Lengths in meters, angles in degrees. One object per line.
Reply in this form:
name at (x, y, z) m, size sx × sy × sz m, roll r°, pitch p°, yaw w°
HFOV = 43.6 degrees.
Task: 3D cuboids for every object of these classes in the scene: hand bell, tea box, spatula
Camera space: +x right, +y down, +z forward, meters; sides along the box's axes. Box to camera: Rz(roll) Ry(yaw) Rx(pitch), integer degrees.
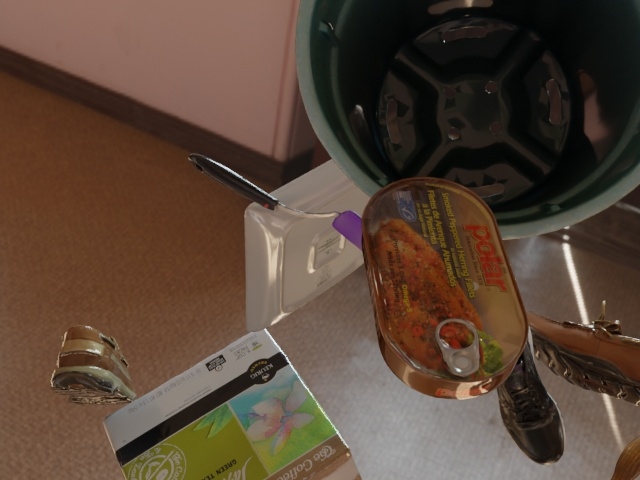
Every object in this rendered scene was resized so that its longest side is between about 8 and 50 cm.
hand bell at (0.439, 0.388, 1.219) m, size 0.126 × 0.126 × 0.242 m, roll 33°, pitch 67°, yaw 24°
tea box at (-0.140, 0.382, 1.363) m, size 0.329 × 0.220 × 0.323 m, roll -31°, pitch 46°, yaw -12°
spatula at (-0.033, -0.043, 1.023) m, size 0.296 × 0.084 × 0.030 m, roll 23°, pitch 71°, yaw -10°

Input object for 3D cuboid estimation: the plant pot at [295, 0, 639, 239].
plant pot at (0.167, -0.164, 0.832) m, size 0.341 × 0.341 × 0.334 m, roll 17°, pitch 0°, yaw 8°

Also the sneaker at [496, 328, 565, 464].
sneaker at (0.349, 0.263, 1.423) m, size 0.107 × 0.124 × 0.283 m, roll -22°, pitch 75°, yaw 17°

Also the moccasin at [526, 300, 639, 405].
moccasin at (0.556, 0.212, 1.554) m, size 0.147 × 0.139 × 0.380 m, roll -49°, pitch 35°, yaw -21°

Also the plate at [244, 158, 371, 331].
plate at (0.000, 0.000, 1.249) m, size 0.277 × 0.278 × 0.045 m, roll -33°, pitch 56°, yaw -32°

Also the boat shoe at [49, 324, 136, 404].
boat shoe at (-0.390, 0.223, 1.411) m, size 0.122 × 0.324 × 0.120 m, roll 1°, pitch 72°, yaw -8°

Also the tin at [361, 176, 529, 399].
tin at (0.089, 0.031, 0.597) m, size 0.106 × 0.040 × 0.190 m, roll -6°, pitch 50°, yaw -1°
